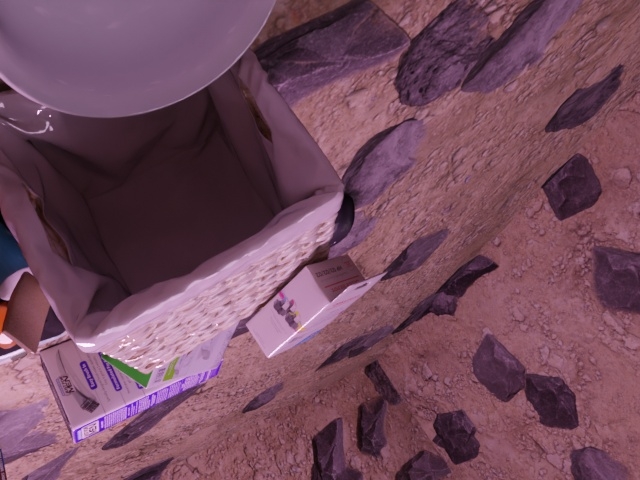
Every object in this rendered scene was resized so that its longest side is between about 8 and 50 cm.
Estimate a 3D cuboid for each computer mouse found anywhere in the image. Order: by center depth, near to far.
[{"bbox_3d":[0.000,0.000,1.484,0.188,0.072,0.272,-3,143,-52],"label":"computer mouse"}]

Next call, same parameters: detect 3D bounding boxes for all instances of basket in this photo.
[{"bbox_3d":[-0.188,-0.055,0.763,0.331,0.328,0.266,-31,163,-12],"label":"basket"}]

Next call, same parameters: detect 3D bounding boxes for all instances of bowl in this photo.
[{"bbox_3d":[-0.189,-0.270,0.554,0.297,0.134,0.298,-30,157,-14],"label":"bowl"}]

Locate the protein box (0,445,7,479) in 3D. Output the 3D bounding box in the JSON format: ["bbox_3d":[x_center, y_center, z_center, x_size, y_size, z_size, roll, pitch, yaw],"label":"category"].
[{"bbox_3d":[-0.802,0.498,1.221,0.199,0.136,0.201,-28,163,24],"label":"protein box"}]

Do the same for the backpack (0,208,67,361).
[{"bbox_3d":[-0.411,0.055,0.758,0.165,0.188,0.144,-23,156,-6],"label":"backpack"}]

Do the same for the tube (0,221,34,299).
[{"bbox_3d":[-0.397,-0.020,0.683,0.052,0.207,0.080,-35,160,-32],"label":"tube"}]

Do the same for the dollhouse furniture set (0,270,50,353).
[{"bbox_3d":[-0.437,0.085,0.543,0.262,0.135,0.259,-29,126,6],"label":"dollhouse furniture set"}]

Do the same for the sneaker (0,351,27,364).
[{"bbox_3d":[-0.585,0.143,0.917,0.410,0.158,0.182,-38,127,14],"label":"sneaker"}]

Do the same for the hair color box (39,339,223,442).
[{"bbox_3d":[-0.408,0.272,1.307,0.338,0.185,0.110,-20,156,-31],"label":"hair color box"}]

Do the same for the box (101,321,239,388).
[{"bbox_3d":[-0.254,0.124,1.144,0.231,0.126,0.262,2,112,-66],"label":"box"}]

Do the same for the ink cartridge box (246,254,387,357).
[{"bbox_3d":[-0.005,0.079,0.818,0.181,0.062,0.104,-44,163,31],"label":"ink cartridge box"}]
